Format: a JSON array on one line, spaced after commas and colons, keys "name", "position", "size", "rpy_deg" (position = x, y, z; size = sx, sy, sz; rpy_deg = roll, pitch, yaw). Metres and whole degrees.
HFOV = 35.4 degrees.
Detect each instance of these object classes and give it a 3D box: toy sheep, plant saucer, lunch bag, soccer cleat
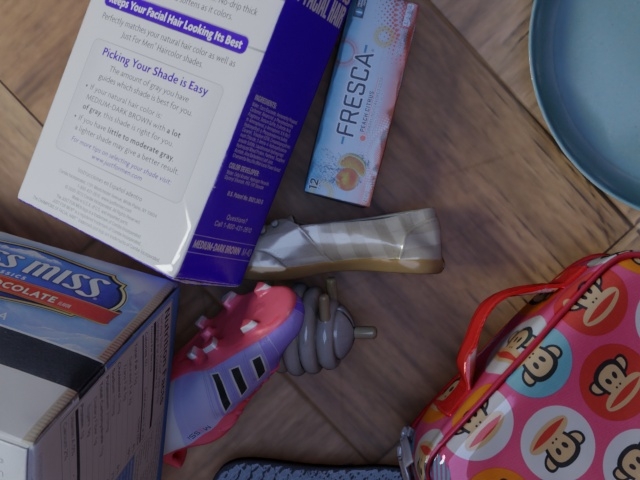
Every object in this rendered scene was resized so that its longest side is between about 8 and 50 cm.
[{"name": "toy sheep", "position": [-0.015, 0.078, 0.891], "size": [0.132, 0.091, 0.091], "rpy_deg": [3, 95, 16]}, {"name": "plant saucer", "position": [0.339, -0.174, 0.888], "size": [0.317, 0.044, 0.318], "rpy_deg": [0, 94, 0]}, {"name": "lunch bag", "position": [0.220, 0.154, 0.861], "size": [0.293, 0.120, 0.258], "rpy_deg": [-43, 94, -7]}, {"name": "soccer cleat", "position": [-0.086, 0.120, 0.864], "size": [0.095, 0.083, 0.248], "rpy_deg": [42, 124, -18]}]

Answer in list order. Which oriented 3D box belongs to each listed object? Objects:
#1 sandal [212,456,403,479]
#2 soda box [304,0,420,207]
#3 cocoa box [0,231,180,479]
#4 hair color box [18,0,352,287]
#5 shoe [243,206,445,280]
[{"name": "sandal", "position": [0.026, 0.245, 0.925], "size": [0.254, 0.054, 0.097], "rpy_deg": [13, 85, 3]}, {"name": "soda box", "position": [0.036, -0.124, 0.888], "size": [0.063, 0.058, 0.183], "rpy_deg": [14, 94, 0]}, {"name": "cocoa box", "position": [-0.313, 0.129, 0.770], "size": [0.347, 0.228, 0.231], "rpy_deg": [15, 118, 11]}, {"name": "hair color box", "position": [-0.100, -0.152, 0.831], "size": [0.185, 0.110, 0.339], "rpy_deg": [25, 97, 27]}, {"name": "shoe", "position": [0.000, 0.000, 0.887], "size": [0.219, 0.076, 0.058], "rpy_deg": [-1, 99, 1]}]
